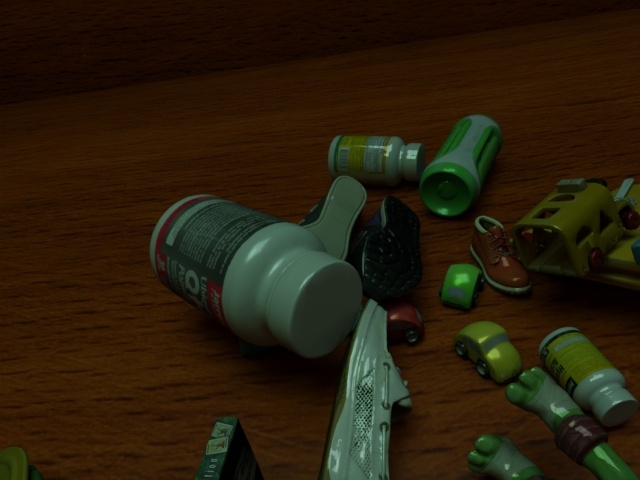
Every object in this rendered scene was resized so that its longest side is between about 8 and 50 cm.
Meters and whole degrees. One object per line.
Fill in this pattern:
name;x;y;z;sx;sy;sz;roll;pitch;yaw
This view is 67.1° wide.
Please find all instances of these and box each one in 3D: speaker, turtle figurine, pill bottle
speaker;0.313;-0.173;1.059;0.131;0.131;0.296;10;38;27
turtle figurine;0.228;0.241;0.403;0.275;0.197;0.266;-16;28;-18
pill bottle;0.332;0.168;0.601;0.065;0.065;0.116;-14;33;-6
pill bottle;-0.099;0.046;0.703;0.176;0.176;0.319;-35;37;-32
pill bottle;0.134;-0.188;1.138;0.209;0.117;0.117;6;37;24

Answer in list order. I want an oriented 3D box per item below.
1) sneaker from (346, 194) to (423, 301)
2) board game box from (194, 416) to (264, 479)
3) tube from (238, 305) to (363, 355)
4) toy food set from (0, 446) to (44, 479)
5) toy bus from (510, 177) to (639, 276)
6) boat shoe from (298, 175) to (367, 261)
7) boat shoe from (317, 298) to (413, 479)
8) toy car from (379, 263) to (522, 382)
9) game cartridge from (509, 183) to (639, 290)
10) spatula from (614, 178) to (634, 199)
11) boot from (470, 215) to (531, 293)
sneaker;0.098;0.037;0.820;0.107;0.124;0.283;39;30;-5
board game box;-0.105;0.313;0.439;0.031;0.136;0.259;-1;34;11
tube;-0.028;0.133;0.769;0.207;0.052;0.080;-11;47;-10
toy food set;-0.353;0.340;0.536;0.128;0.071;0.218;-41;36;-2
toy bus;0.371;-0.037;0.695;0.191;0.104;0.202;-22;19;19
boat shoe;0.000;0.000;0.937;0.112;0.095;0.335;34;46;-1
boat shoe;0.067;0.199;0.607;0.096;0.098;0.277;14;48;3
toy car;0.202;0.095;0.748;0.239;0.053;0.225;13;38;26
game cartridge;0.524;-0.021;0.771;0.324;0.052;0.285;-21;14;-18
spatula;0.568;-0.082;0.812;0.168;0.019;0.242;-6;18;42
boot;0.300;0.022;0.813;0.059;0.084;0.157;-13;35;-8
